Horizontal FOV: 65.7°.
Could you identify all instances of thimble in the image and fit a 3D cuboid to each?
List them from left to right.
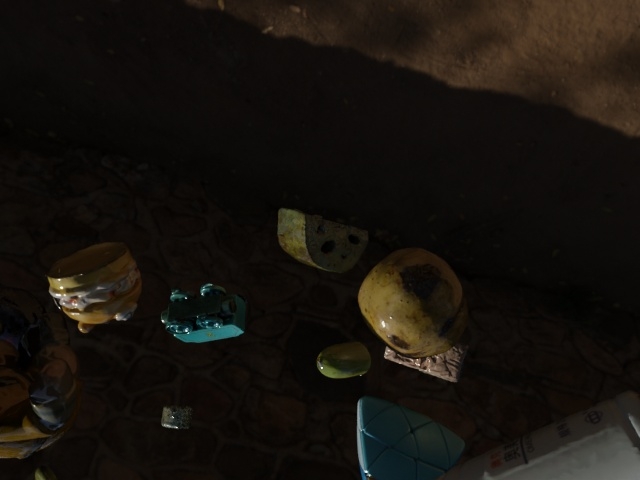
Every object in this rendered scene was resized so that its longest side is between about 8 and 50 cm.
[{"bbox_3d":[-0.421,0.519,1.460,0.084,0.062,0.110,10,161,-20],"label":"thimble"}]

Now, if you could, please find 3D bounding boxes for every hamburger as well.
[{"bbox_3d":[-0.692,0.151,1.556,0.276,0.276,0.237,-1,114,25],"label":"hamburger"}]

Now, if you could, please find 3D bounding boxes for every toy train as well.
[{"bbox_3d":[-0.295,0.193,1.277,0.203,0.112,0.163,-10,148,17],"label":"toy train"}]

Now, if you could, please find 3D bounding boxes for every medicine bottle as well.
[{"bbox_3d":[0.266,0.332,0.581,0.332,0.190,0.190,-34,123,19],"label":"medicine bottle"}]

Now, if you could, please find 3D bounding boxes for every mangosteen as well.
[{"bbox_3d":[-0.651,0.175,1.028,0.152,0.152,0.152,12,144,9],"label":"mangosteen"}]

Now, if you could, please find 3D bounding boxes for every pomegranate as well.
[{"bbox_3d":[0.228,0.151,1.227,0.281,0.281,0.281,12,144,9],"label":"pomegranate"}]

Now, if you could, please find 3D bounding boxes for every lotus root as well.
[{"bbox_3d":[0.000,0.000,1.191,0.119,0.138,0.235,7,170,45],"label":"lotus root"}]

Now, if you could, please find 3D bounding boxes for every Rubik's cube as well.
[{"bbox_3d":[0.140,0.450,1.040,0.254,0.254,0.254,12,144,9],"label":"Rubik's cube"}]

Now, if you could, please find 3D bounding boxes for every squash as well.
[{"bbox_3d":[0.068,0.397,1.644,0.187,0.123,0.123,4,159,-42],"label":"squash"}]

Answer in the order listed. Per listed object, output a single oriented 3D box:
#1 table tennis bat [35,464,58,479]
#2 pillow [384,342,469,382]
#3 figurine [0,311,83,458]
[{"bbox_3d":[-0.451,0.586,0.927,0.224,0.054,0.368,2,109,47],"label":"table tennis bat"},{"bbox_3d":[0.303,0.322,1.439,0.232,0.126,0.043,18,-173,14],"label":"pillow"},{"bbox_3d":[-0.267,0.124,0.312,0.192,0.167,0.257,13,176,17],"label":"figurine"}]
